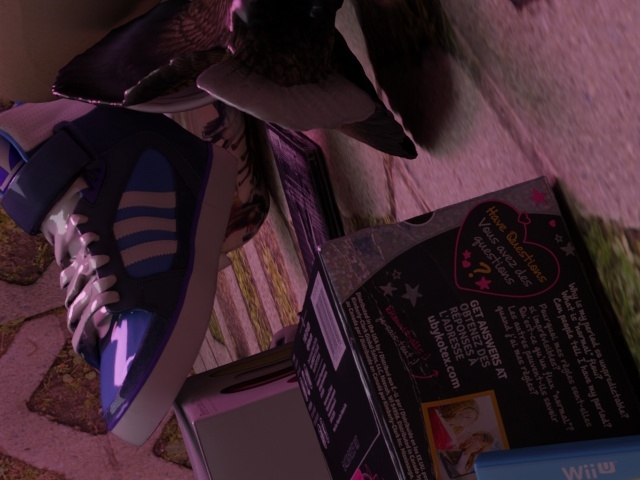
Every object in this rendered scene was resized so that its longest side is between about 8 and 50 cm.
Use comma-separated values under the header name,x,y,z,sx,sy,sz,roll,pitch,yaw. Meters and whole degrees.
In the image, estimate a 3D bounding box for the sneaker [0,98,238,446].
name,x,y,z,sx,sy,sz,roll,pitch,yaw
sneaker,-0.208,0.001,1.507,0.130,0.236,0.322,-51,21,47

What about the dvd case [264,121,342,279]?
name,x,y,z,sx,sy,sz,roll,pitch,yaw
dvd case,0.000,0.000,1.717,0.164,0.018,0.221,-138,31,-70

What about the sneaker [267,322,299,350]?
name,x,y,z,sx,sy,sz,roll,pitch,yaw
sneaker,0.001,0.216,1.879,0.106,0.101,0.267,-173,65,-82

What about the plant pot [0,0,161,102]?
name,x,y,z,sx,sy,sz,roll,pitch,yaw
plant pot,-0.202,-0.237,1.328,0.274,0.257,0.256,114,139,-51

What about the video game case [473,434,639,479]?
name,x,y,z,sx,sy,sz,roll,pitch,yaw
video game case,0.153,0.177,0.901,0.015,0.119,0.166,-46,-57,-62

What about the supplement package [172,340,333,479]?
name,x,y,z,sx,sy,sz,roll,pitch,yaw
supplement package,0.001,0.164,1.455,0.194,0.203,0.149,-160,52,-78

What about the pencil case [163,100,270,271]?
name,x,y,z,sx,sy,sz,roll,pitch,yaw
pencil case,-0.150,-0.149,1.864,0.410,0.160,0.183,82,180,-48

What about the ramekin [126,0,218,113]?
name,x,y,z,sx,sy,sz,roll,pitch,yaw
ramekin,-0.131,-0.210,1.524,0.109,0.207,0.207,-76,-32,-87

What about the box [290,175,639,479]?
name,x,y,z,sx,sy,sz,roll,pitch,yaw
box,0.078,0.086,1.056,0.247,0.142,0.163,106,146,-72

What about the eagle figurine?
name,x,y,z,sx,sy,sz,roll,pitch,yaw
eagle figurine,-0.034,-0.137,1.148,0.226,0.225,0.298,49,154,12

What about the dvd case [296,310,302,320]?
name,x,y,z,sx,sy,sz,roll,pitch,yaw
dvd case,0.048,0.182,1.692,0.179,0.030,0.238,-156,43,-78
